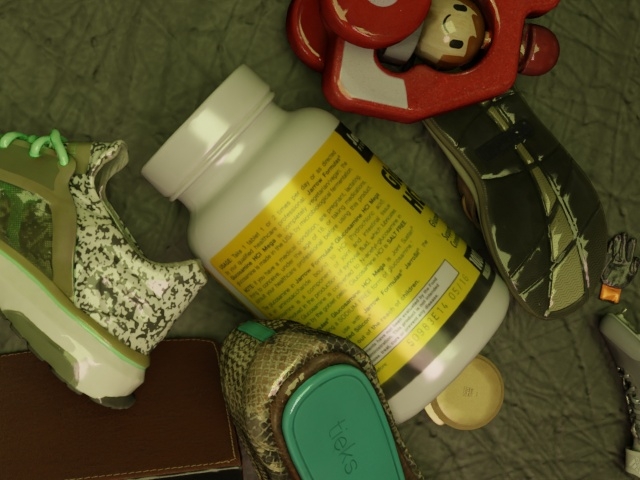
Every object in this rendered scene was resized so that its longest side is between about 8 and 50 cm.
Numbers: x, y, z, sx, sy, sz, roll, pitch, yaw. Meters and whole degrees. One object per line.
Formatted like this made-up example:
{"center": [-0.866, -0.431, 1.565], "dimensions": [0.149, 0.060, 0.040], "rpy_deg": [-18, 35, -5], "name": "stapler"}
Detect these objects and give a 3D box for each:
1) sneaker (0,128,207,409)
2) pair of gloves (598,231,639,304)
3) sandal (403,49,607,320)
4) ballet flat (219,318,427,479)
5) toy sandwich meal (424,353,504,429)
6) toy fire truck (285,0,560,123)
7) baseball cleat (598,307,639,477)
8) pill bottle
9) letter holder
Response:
{"center": [-0.260, -0.047, 1.504], "dimensions": [0.182, 0.158, 0.410], "rpy_deg": [-44, 88, 1], "name": "sneaker"}
{"center": [0.323, 0.032, 1.666], "dimensions": [0.083, 0.010, 0.074], "rpy_deg": [10, 92, -4], "name": "pair of gloves"}
{"center": [0.181, -0.065, 1.616], "dimensions": [0.120, 0.086, 0.303], "rpy_deg": [-24, 77, -12], "name": "sandal"}
{"center": [0.032, 0.262, 1.537], "dimensions": [0.164, 0.182, 0.483], "rpy_deg": [-33, 120, -18], "name": "ballet flat"}
{"center": [0.140, 0.151, 1.640], "dimensions": [0.085, 0.029, 0.085], "rpy_deg": [0, 88, -10], "name": "toy sandwich meal"}
{"center": [0.114, -0.257, 1.547], "dimensions": [0.254, 0.169, 0.302], "rpy_deg": [10, 82, -13], "name": "toy fire truck"}
{"center": [0.325, 0.171, 1.640], "dimensions": [0.109, 0.072, 0.206], "rpy_deg": [-41, 92, 2], "name": "baseball cleat"}
{"center": [0.000, 0.000, 1.538], "dimensions": [0.334, 0.188, 0.188], "rpy_deg": [44, 86, -6], "name": "pill bottle"}
{"center": [-0.230, 0.215, 1.551], "dimensions": [0.302, 0.214, 0.152], "rpy_deg": [-6, 124, -7], "name": "letter holder"}
